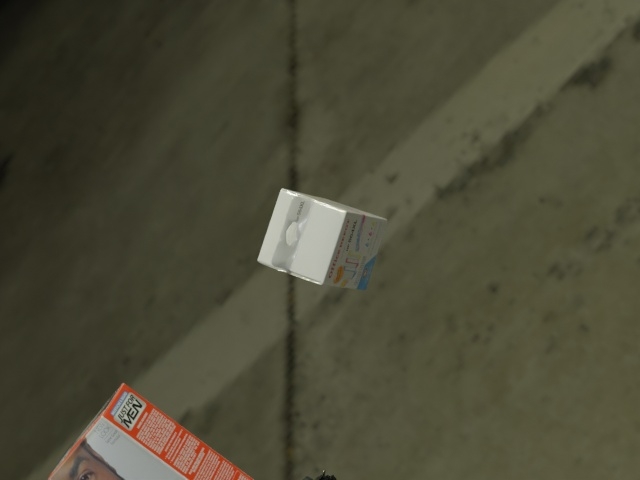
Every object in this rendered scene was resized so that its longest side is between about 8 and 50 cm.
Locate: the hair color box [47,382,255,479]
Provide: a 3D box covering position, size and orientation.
[{"bbox_3d":[-0.124,0.204,1.394,0.093,0.167,0.053,-49,6,32],"label":"hair color box"}]

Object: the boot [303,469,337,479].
[{"bbox_3d":[-0.003,0.317,1.860,0.045,0.121,0.099,-10,7,23],"label":"boot"}]

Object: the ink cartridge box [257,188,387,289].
[{"bbox_3d":[0.000,0.000,1.990,0.090,0.143,0.092,19,95,24],"label":"ink cartridge box"}]
